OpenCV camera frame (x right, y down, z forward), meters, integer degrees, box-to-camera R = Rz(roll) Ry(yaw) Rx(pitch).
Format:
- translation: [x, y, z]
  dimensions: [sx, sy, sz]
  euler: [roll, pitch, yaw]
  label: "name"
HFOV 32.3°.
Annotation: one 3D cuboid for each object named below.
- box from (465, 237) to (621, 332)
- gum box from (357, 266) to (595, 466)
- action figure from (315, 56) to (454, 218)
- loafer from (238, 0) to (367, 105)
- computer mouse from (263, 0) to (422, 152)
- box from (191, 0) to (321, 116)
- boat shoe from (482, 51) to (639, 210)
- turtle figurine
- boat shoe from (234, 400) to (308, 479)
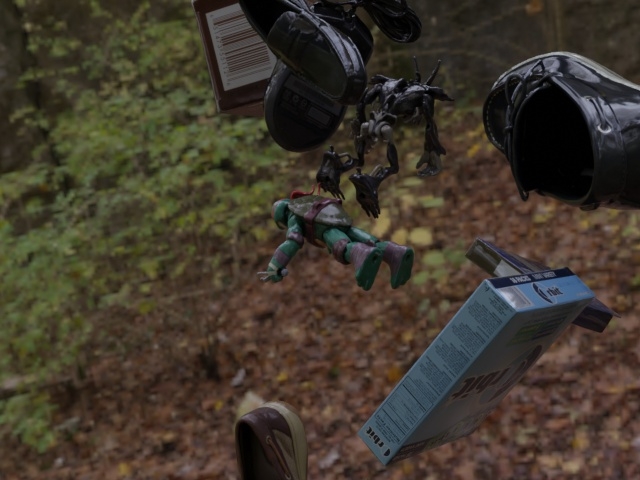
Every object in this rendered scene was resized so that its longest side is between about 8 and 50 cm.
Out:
- translation: [0.300, 0.064, 1.461]
  dimensions: [0.136, 0.036, 0.225]
  euler: [40, 14, 37]
  label: "box"
- translation: [0.136, 0.106, 0.946]
  dimensions: [0.041, 0.184, 0.157]
  euler: [49, 28, 24]
  label: "gum box"
- translation: [0.109, -0.164, 1.741]
  dimensions: [0.164, 0.141, 0.276]
  euler: [21, 58, 29]
  label: "action figure"
- translation: [-0.026, -0.229, 1.274]
  dimensions: [0.078, 0.076, 0.223]
  euler: [-2, 41, -40]
  label: "loafer"
- translation: [0.008, -0.252, 1.574]
  dimensions: [0.188, 0.272, 0.072]
  euler: [32, -1, -29]
  label: "computer mouse"
- translation: [-0.072, -0.317, 1.879]
  dimensions: [0.143, 0.191, 0.381]
  euler: [-13, 0, 18]
  label: "box"
- translation: [0.316, -0.146, 1.472]
  dimensions: [0.156, 0.187, 0.500]
  euler: [-8, 17, -14]
  label: "boat shoe"
- translation: [0.000, 0.000, 1.460]
  dimensions: [0.234, 0.118, 0.175]
  euler: [21, 31, 38]
  label: "turtle figurine"
- translation: [-0.071, 0.422, 1.676]
  dimensions: [0.123, 0.342, 0.123]
  euler: [-6, 1, 29]
  label: "boat shoe"
